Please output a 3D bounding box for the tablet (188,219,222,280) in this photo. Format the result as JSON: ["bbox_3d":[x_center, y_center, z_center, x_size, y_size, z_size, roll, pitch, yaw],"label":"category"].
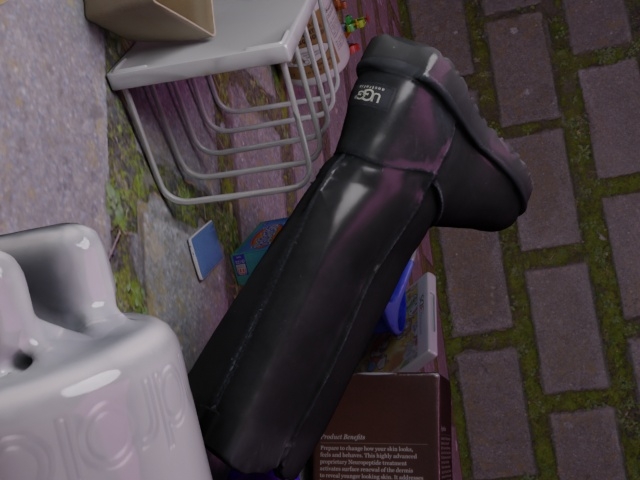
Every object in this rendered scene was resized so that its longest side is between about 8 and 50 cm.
[{"bbox_3d":[-0.140,0.011,1.010,0.083,0.006,0.054,-58,135,-70],"label":"tablet"}]

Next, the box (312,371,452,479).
[{"bbox_3d":[0.092,0.389,1.210,0.143,0.191,0.382,37,52,-69],"label":"box"}]

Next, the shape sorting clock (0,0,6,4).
[{"bbox_3d":[-0.282,-0.266,0.589,0.206,0.040,0.206,-8,90,-72],"label":"shape sorting clock"}]

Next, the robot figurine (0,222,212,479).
[{"bbox_3d":[-0.156,0.174,0.467,0.300,0.199,0.354,-29,108,-64],"label":"robot figurine"}]

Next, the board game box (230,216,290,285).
[{"bbox_3d":[0.000,0.000,1.142,0.160,0.210,0.047,-57,136,-68],"label":"board game box"}]

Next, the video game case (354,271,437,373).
[{"bbox_3d":[0.139,0.194,1.570,0.026,0.227,0.206,31,37,-19],"label":"video game case"}]

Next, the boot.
[{"bbox_3d":[0.058,0.059,0.925,0.367,0.146,0.445,37,74,-49],"label":"boot"}]

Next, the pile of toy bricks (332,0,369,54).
[{"bbox_3d":[0.060,-0.487,1.877,0.212,0.105,0.118,-71,147,-62],"label":"pile of toy bricks"}]

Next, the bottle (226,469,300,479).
[{"bbox_3d":[-0.075,0.318,0.886,0.283,0.092,0.118,-68,150,-63],"label":"bottle"}]

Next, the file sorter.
[{"bbox_3d":[-0.089,-0.184,0.973,0.278,0.192,0.173,-76,155,-57],"label":"file sorter"}]

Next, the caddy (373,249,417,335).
[{"bbox_3d":[0.091,0.019,1.531,0.241,0.179,0.341,63,23,-46],"label":"caddy"}]

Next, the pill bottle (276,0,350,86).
[{"bbox_3d":[-0.042,-0.382,1.382,0.229,0.131,0.131,64,22,-46],"label":"pill bottle"}]

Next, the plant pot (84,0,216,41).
[{"bbox_3d":[-0.180,-0.259,0.839,0.109,0.096,0.109,13,67,-63],"label":"plant pot"}]
